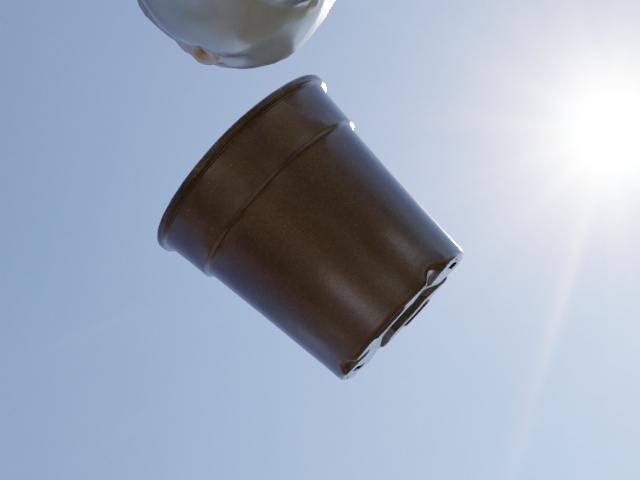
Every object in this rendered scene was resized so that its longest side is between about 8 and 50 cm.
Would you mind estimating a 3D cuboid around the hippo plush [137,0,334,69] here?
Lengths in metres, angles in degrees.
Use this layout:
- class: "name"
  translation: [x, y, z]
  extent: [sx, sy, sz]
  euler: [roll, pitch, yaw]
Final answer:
- class: "hippo plush"
  translation: [-0.039, -0.224, 0.593]
  extent: [0.294, 0.236, 0.234]
  euler: [-40, 12, 45]

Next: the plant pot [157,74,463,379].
- class: "plant pot"
  translation: [0.000, 0.000, 0.852]
  extent: [0.167, 0.165, 0.167]
  euler: [-44, -10, -10]
